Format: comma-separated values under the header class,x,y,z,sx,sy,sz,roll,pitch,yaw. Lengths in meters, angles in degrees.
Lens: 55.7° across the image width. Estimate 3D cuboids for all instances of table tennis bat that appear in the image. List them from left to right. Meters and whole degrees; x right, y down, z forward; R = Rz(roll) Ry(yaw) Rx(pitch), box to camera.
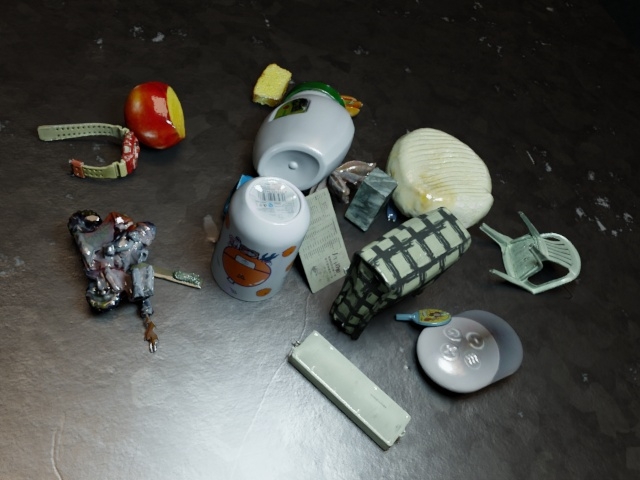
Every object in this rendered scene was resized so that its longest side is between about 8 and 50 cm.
class,x,y,z,sx,sy,sz,roll,pitch,yaw
table tennis bat,0.292,0.218,1.717,0.155,0.019,0.100,0,17,11

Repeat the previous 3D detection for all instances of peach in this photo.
class,x,y,z,sx,sy,sz,roll,pitch,yaw
peach,-0.473,-0.366,1.777,0.192,0.190,0.190,23,50,13

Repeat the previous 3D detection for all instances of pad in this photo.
class,x,y,z,sx,sy,sz,roll,pitch,yaw
pad,0.000,0.000,1.703,0.159,0.009,0.265,-28,108,-32

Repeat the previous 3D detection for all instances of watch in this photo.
class,x,y,z,sx,sy,sz,roll,pitch,yaw
watch,-0.648,-0.252,1.701,0.268,0.102,0.165,-5,60,-14

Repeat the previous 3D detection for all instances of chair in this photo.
class,x,y,z,sx,sy,sz,roll,pitch,yaw
chair,0.672,0.040,1.925,0.275,0.190,0.203,27,46,-38

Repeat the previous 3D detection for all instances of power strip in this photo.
class,x,y,z,sx,sy,sz,roll,pitch,yaw
power strip,0.068,0.373,1.549,0.367,0.043,0.106,41,52,10

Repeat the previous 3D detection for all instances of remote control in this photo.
class,x,y,z,sx,sy,sz,roll,pitch,yaw
remote control,0.418,0.303,1.689,0.332,0.103,0.221,-14,55,-29

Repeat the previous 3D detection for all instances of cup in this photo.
class,x,y,z,sx,sy,sz,roll,pitch,yaw
cup,-0.153,-0.012,1.562,0.212,0.317,0.212,10,53,-14

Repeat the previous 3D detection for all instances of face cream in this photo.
class,x,y,z,sx,sy,sz,roll,pitch,yaw
face cream,-0.049,-0.313,1.845,0.312,0.219,0.357,-11,35,21

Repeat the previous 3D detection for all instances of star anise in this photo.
class,x,y,z,sx,sy,sz,roll,pitch,yaw
star anise,0.046,-0.164,1.862,0.198,0.110,0.257,-5,31,28

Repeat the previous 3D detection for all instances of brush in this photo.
class,x,y,z,sx,sy,sz,roll,pitch,yaw
brush,-0.402,0.085,1.586,0.190,0.027,0.034,16,51,-8

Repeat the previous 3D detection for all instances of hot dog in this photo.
class,x,y,z,sx,sy,sz,roll,pitch,yaw
hot dog,0.043,-0.480,2.128,0.236,0.062,0.092,-4,55,-24

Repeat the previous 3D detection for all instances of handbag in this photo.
class,x,y,z,sx,sy,sz,roll,pitch,yaw
handbag,0.198,0.094,1.614,0.325,0.327,0.162,-27,70,-32

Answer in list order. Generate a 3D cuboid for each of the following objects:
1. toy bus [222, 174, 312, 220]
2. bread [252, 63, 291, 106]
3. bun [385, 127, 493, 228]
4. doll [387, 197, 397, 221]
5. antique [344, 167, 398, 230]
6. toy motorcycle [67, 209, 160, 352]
class,x,y,z,sx,sy,sz,roll,pitch,yaw
toy bus,-0.146,-0.089,1.736,0.246,0.134,0.113,22,51,-6
bread,-0.169,-0.527,2.081,0.103,0.065,0.187,22,50,-7
bun,0.364,-0.179,1.935,0.365,0.219,0.365,10,51,-13
doll,0.232,-0.114,1.964,0.037,0.027,0.125,14,56,-10
antique,0.150,-0.119,1.835,0.086,0.183,0.088,37,48,9
toy motorcycle,-0.482,0.081,1.493,0.207,0.134,0.401,-17,66,-15
